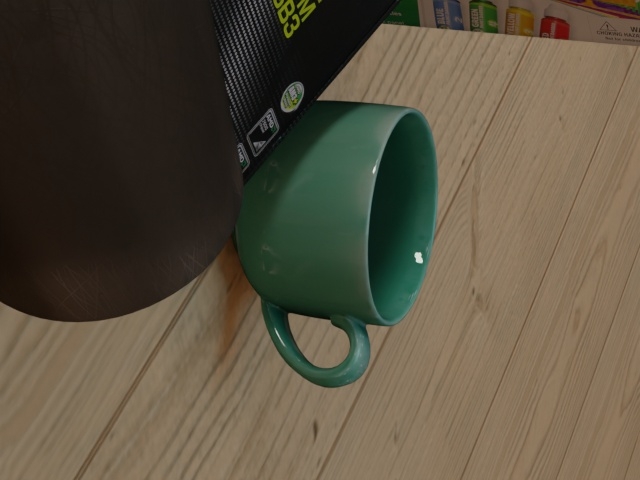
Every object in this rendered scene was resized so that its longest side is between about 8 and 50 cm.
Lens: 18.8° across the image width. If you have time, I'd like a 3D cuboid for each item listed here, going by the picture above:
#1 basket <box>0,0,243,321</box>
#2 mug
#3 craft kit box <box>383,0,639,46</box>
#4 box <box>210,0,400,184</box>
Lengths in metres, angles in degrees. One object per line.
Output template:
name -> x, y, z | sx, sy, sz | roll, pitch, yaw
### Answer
basket -> -0.112, -0.082, 0.754 | 0.227, 0.154, 0.204 | 76, 12, -50
mug -> 0.000, -0.009, 1.137 | 0.129, 0.097, 0.157 | 77, 28, -42
craft kit box -> 0.085, -0.207, 1.092 | 0.246, 0.250, 0.061 | 64, 39, -54
box -> -0.035, -0.143, 1.008 | 0.184, 0.045, 0.190 | -48, 146, -21
